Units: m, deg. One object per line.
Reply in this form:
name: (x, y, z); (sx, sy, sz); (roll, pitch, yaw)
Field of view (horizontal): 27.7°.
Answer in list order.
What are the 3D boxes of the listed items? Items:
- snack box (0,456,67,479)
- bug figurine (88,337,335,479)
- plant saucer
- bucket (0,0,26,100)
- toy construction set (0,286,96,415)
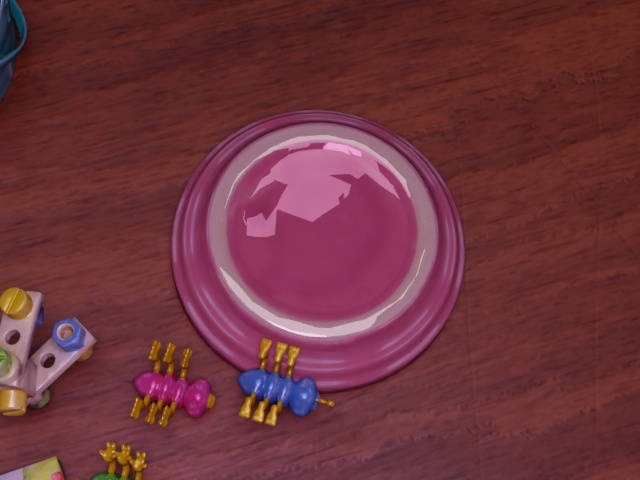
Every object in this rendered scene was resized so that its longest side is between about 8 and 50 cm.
snack box: (-0.322, 0.293, 1.330); (0.141, 0.037, 0.100); (-18, 72, -10)
bug figurine: (-0.120, 0.229, 1.352); (0.216, 0.072, 0.279); (19, 75, 8)
plant saucer: (0.000, 0.000, 1.434); (0.332, 0.084, 0.332); (1, 72, -4)
bucket: (-0.464, -0.245, 1.425); (0.281, 0.183, 0.281); (2, 72, -5)
toy construction set: (-0.388, 0.188, 1.296); (0.215, 0.151, 0.327); (16, 56, 16)
